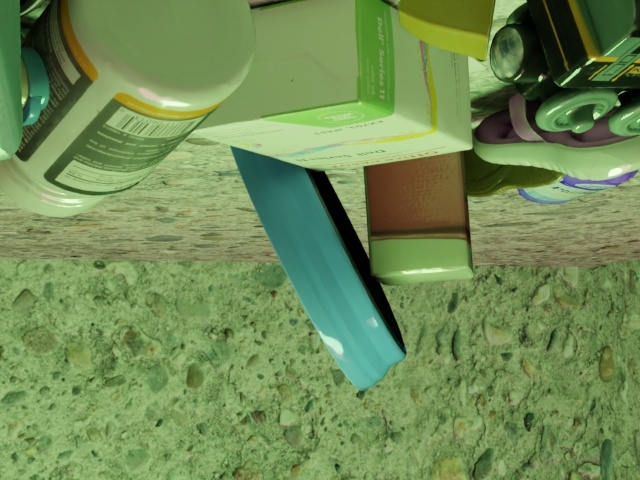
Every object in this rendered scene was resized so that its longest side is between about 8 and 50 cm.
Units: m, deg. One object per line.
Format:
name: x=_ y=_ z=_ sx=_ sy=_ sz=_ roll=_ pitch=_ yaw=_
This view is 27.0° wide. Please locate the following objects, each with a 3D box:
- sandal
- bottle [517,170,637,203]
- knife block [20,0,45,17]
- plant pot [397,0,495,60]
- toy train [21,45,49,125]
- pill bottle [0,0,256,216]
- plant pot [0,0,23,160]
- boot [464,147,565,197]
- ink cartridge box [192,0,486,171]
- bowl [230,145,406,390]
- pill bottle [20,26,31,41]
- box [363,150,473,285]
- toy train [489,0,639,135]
sandal: x=0.304 y=-0.155 z=1.614 sx=0.169 sy=0.102 sz=0.416 roll=-20 pitch=-166 yaw=-14
bottle: x=0.397 y=-0.118 z=1.983 sx=0.118 sy=0.092 sz=0.283 roll=1 pitch=172 yaw=-21
knife block: x=-0.293 y=-0.197 z=1.084 sx=0.242 sy=0.088 sz=0.276 roll=-3 pitch=172 yaw=11
plant pot: x=0.112 y=-0.212 z=1.176 sx=0.083 sy=0.081 sz=0.081 roll=8 pitch=174 yaw=6
toy train: x=-0.333 y=-0.105 z=1.099 sx=0.143 sy=0.105 sz=0.248 roll=-11 pitch=179 yaw=-35
pill bottle: x=-0.186 y=-0.132 z=1.151 sx=0.162 sy=0.162 sz=0.278 roll=2 pitch=158 yaw=-33
plant pot: x=-0.254 y=-0.197 z=0.552 sx=0.248 sy=0.247 sz=0.252 roll=-1 pitch=155 yaw=-12
boot: x=0.280 y=-0.120 z=1.857 sx=0.213 sy=0.077 sz=0.165 roll=-2 pitch=-164 yaw=39
ink cartridge box: x=0.032 y=-0.155 z=1.432 sx=0.207 sy=0.119 sz=0.353 roll=-7 pitch=172 yaw=28
bowl: x=0.000 y=0.000 z=1.701 sx=0.077 sy=0.391 sz=0.391 roll=-27 pitch=170 yaw=5
pill bottle: x=-0.307 y=-0.159 z=1.319 sx=0.108 sy=0.108 sz=0.180 roll=-7 pitch=171 yaw=35
box: x=0.127 y=-0.065 z=1.738 sx=0.127 sy=0.232 sz=0.148 roll=-5 pitch=173 yaw=9
toy train: x=0.318 y=-0.184 z=1.209 sx=0.334 sy=0.142 sz=0.190 roll=-2 pitch=159 yaw=-30
